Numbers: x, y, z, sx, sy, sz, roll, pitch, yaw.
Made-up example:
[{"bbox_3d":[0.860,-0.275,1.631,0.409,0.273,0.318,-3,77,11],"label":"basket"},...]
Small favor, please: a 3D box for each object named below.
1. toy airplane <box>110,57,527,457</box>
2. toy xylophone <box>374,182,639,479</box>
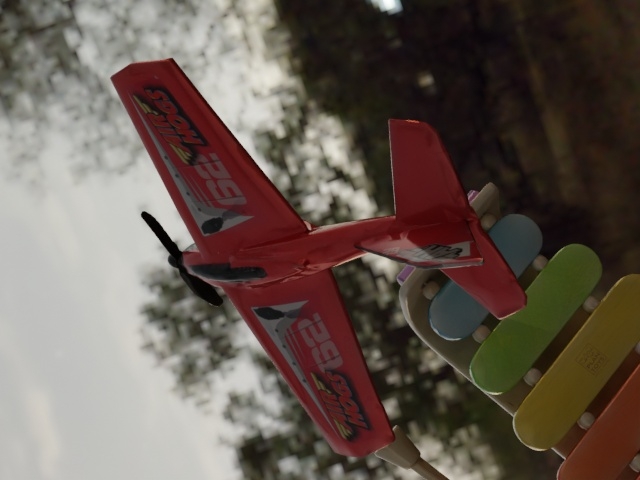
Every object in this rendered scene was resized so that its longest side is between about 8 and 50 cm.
[{"bbox_3d":[0.000,0.000,0.547,0.028,0.151,0.151,-44,-54,-34],"label":"toy airplane"},{"bbox_3d":[0.189,0.123,1.391,0.322,0.236,0.081,32,166,3],"label":"toy xylophone"}]
